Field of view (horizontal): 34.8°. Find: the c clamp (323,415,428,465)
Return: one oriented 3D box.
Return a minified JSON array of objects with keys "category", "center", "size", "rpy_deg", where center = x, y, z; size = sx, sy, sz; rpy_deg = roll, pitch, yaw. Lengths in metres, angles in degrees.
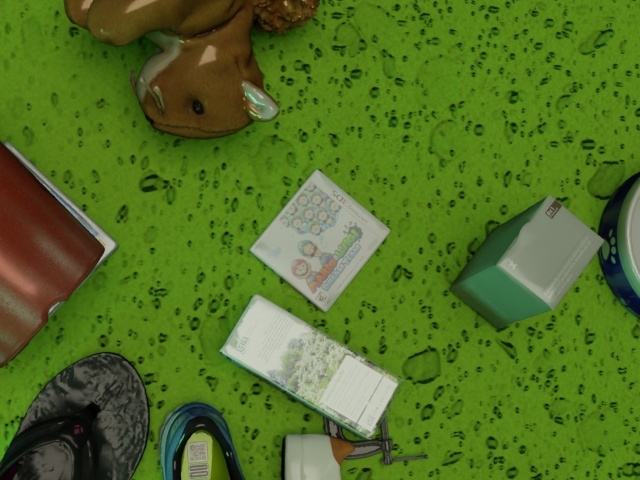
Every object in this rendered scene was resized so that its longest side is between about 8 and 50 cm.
[{"category":"c clamp","center":[0.069,0.246,1.455],"size":[0.137,0.022,0.160],"rpy_deg":[-12,85,-5]}]

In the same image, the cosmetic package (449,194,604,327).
[{"category":"cosmetic package","center":[0.276,0.035,1.408],"size":[0.107,0.238,0.127],"rpy_deg":[40,78,-3]}]

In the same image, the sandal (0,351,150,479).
[{"category":"sandal","center":[-0.371,0.344,1.316],"size":[0.168,0.107,0.445],"rpy_deg":[36,78,-4]}]

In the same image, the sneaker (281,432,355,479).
[{"category":"sneaker","center":[0.009,0.408,1.376],"size":[0.123,0.106,0.290],"rpy_deg":[2,81,-7]}]

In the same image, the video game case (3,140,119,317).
[{"category":"video game case","center":[-0.420,0.003,1.398],"size":[0.212,0.023,0.193],"rpy_deg":[43,77,-2]}]

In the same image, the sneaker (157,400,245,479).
[{"category":"sneaker","center":[-0.150,0.378,1.332],"size":[0.130,0.147,0.330],"rpy_deg":[-10,85,-11]}]

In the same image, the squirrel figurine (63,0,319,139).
[{"category":"squirrel figurine","center":[-0.132,-0.336,1.351],"size":[0.397,0.281,0.370],"rpy_deg":[-29,110,-24]}]

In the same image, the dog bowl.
[{"category":"dog bowl","center":[0.557,0.004,1.531],"size":[0.265,0.104,0.264],"rpy_deg":[1,81,-10]}]

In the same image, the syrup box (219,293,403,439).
[{"category":"syrup box","center":[-0.014,0.174,1.399],"size":[0.237,0.096,0.093],"rpy_deg":[30,79,2]}]

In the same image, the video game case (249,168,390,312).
[{"category":"video game case","center":[0.000,0.000,1.475],"size":[0.143,0.019,0.157],"rpy_deg":[40,78,-3]}]

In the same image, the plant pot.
[{"category":"plant pot","center":[-0.432,0.001,1.264],"size":[0.265,0.272,0.272],"rpy_deg":[42,77,-11]}]
